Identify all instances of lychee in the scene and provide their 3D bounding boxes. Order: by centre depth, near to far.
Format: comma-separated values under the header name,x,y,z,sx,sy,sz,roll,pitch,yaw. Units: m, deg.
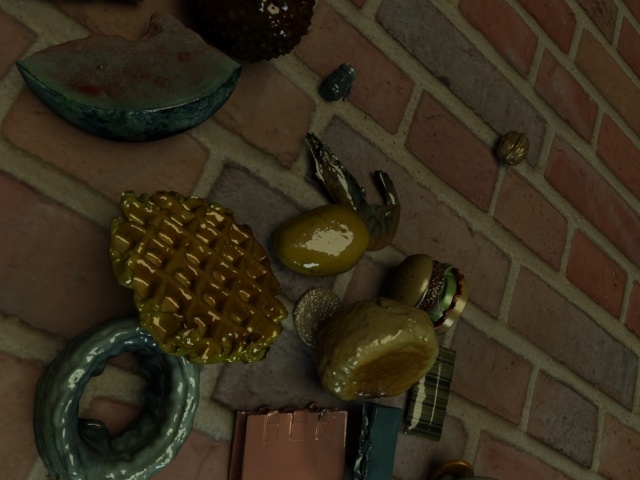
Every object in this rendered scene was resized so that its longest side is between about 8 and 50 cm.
name,x,y,z,sx,sy,sz,roll,pitch,yaw
lychee,-0.112,-0.422,0.879,0.235,0.271,0.236,-15,131,-18

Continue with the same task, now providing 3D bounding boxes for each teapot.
name,x,y,z,sx,sy,sz,roll,pitch,yaw
teapot,0.043,-0.324,1.077,0.063,0.049,0.083,49,61,-18

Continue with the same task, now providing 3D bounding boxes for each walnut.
name,x,y,z,sx,sy,sz,roll,pitch,yaw
walnut,0.504,-0.242,1.352,0.079,0.082,0.096,35,64,7

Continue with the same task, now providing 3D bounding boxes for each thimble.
name,x,y,z,sx,sy,sz,roll,pitch,yaw
thimble,-0.282,0.225,0.720,0.205,0.171,0.250,40,63,-24

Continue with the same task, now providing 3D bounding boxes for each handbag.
name,x,y,z,sx,sy,sz,roll,pitch,yaw
handbag,-0.052,0.372,0.917,0.212,0.059,0.158,10,79,-33
handbag,0.097,0.419,0.969,0.144,0.057,0.221,42,58,-60

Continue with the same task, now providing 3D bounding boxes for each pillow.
name,x,y,z,sx,sy,sz,roll,pitch,yaw
pillow,0.241,0.327,1.124,0.113,0.038,0.204,22,73,-29

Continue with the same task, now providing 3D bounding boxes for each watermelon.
name,x,y,z,sx,sy,sz,roll,pitch,yaw
watermelon,-0.295,-0.254,0.826,0.318,0.148,0.226,-5,68,-20

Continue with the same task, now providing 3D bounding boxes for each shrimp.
name,x,y,z,sx,sy,sz,roll,pitch,yaw
shrimp,0.080,-0.118,1.075,0.169,0.058,0.296,-44,112,-35

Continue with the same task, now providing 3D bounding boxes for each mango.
name,x,y,z,sx,sy,sz,roll,pitch,yaw
mango,0.000,0.000,0.981,0.195,0.098,0.138,-1,83,-20

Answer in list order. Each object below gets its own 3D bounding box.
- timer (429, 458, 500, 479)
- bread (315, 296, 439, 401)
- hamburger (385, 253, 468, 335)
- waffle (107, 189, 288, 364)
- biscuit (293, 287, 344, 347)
name,x,y,z,sx,sy,sz,roll,pitch,yaw
timer,0.319,0.592,1.014,0.233,0.233,0.240,47,18,-19
bread,0.099,0.201,0.961,0.244,0.245,0.134,-1,43,-33
hamburger,0.209,0.107,1.063,0.136,0.175,0.175,30,68,-12
waffle,-0.168,0.050,0.782,0.324,0.068,0.302,2,53,-56
biscuit,-0.001,0.151,1.005,0.120,0.015,0.120,5,81,-32
